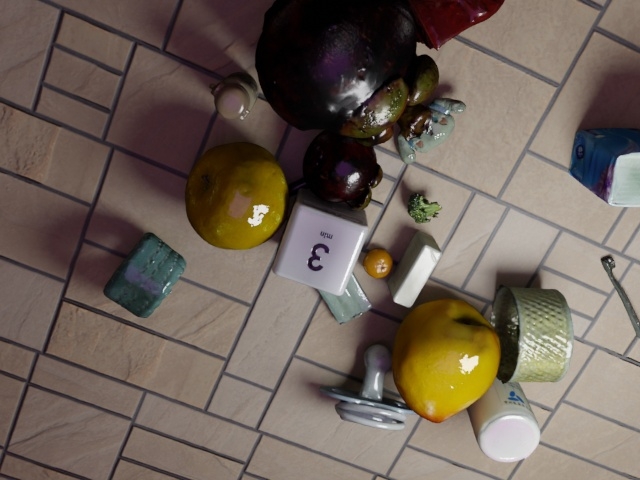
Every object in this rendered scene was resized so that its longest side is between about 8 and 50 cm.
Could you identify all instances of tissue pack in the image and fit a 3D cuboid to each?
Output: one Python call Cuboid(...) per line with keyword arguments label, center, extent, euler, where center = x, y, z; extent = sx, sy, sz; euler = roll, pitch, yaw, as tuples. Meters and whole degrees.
Cuboid(label="tissue pack", center=(0.760, -0.185, 1.630), extent=(0.198, 0.263, 0.146), euler=(0, 110, 0))

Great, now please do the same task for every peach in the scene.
Cuboid(label="peach", center=(0.326, 0.321, 1.798), extent=(0.289, 0.289, 0.307), euler=(24, 112, -9))

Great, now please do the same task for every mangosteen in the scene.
Cuboid(label="mangosteen", center=(0.068, -0.409, 1.488), extent=(0.422, 0.381, 0.380), euler=(11, 110, -11))
Cuboid(label="mangosteen", center=(0.056, -0.187, 1.669), extent=(0.210, 0.210, 0.209), euler=(0, 110, 0))

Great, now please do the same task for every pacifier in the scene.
Cuboid(label="pacifier", center=(0.152, 0.412, 1.896), extent=(0.300, 0.244, 0.233), euler=(12, 80, -6))

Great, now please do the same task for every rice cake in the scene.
Cuboid(label="rice cake", center=(0.056, 0.132, 1.864), extent=(0.124, 0.038, 0.211), euler=(-31, 108, 10))

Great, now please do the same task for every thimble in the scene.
Cuboid(label="thimble", center=(0.562, 0.253, 1.793), extent=(0.150, 0.271, 0.270), euler=(2, 110, -2))
Cuboid(label="thimble", center=(-0.468, 0.096, 1.768), extent=(0.143, 0.198, 0.235), euler=(39, 138, -15))

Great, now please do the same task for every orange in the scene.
Cuboid(label="orange", center=(-0.205, -0.108, 1.659), extent=(0.235, 0.279, 0.279), euler=(23, 112, -44))
Cuboid(label="orange", center=(0.157, 0.064, 1.822), extent=(0.083, 0.070, 0.083), euler=(-1, 109, -4))

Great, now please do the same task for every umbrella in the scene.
Cuboid(label="umbrella", center=(-0.061, -0.144, 1.763), extent=(0.133, 0.031, 0.036), euler=(-25, 129, 7))

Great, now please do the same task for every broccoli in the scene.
Cuboid(label="broccoli", center=(0.274, -0.088, 1.758), extent=(0.092, 0.095, 0.097), euler=(-21, 102, 21))

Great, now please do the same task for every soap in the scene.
Cuboid(label="soap", center=(0.255, 0.078, 1.801), extent=(0.064, 0.121, 0.183), euler=(24, 107, -10))

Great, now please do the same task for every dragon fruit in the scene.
Cuboid(label="dragon fruit", center=(0.312, -0.589, 1.553), extent=(0.330, 0.240, 0.302), euler=(-25, 81, -14))

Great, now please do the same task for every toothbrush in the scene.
Cuboid(label="toothbrush", center=(0.870, 0.169, 1.889), extent=(0.031, 0.030, 0.297), euler=(-32, 107, 0))

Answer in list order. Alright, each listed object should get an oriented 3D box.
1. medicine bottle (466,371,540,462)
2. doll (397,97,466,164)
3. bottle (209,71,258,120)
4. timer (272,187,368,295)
Cuboid(label="medicine bottle", center=(0.494, 0.465, 1.857), extent=(0.170, 0.293, 0.170), euler=(0, 112, -1))
Cuboid(label="doll", center=(0.277, -0.286, 1.693), extent=(0.103, 0.071, 0.214), euler=(46, 113, -3))
Cuboid(label="bottle", center=(-0.209, -0.350, 1.590), extent=(0.110, 0.209, 0.097), euler=(42, 104, -14))
Cuboid(label="timer", center=(0.000, 0.000, 1.695), extent=(0.192, 0.194, 0.195), euler=(19, 107, -4))
